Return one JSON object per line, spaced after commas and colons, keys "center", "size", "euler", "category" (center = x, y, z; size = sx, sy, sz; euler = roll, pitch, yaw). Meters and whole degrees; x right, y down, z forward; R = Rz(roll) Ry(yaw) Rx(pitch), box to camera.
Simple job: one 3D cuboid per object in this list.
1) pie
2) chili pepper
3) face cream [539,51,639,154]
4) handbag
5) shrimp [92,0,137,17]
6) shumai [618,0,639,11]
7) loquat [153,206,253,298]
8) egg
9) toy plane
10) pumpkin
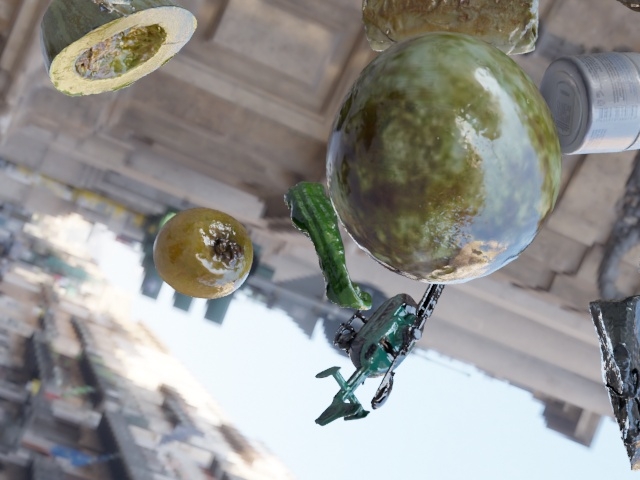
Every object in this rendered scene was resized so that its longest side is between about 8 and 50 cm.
{"center": [0.205, -0.346, 1.816], "size": [0.068, 0.283, 0.128], "euler": [-26, 117, -70], "category": "pie"}
{"center": [0.006, 0.000, 1.741], "size": [0.074, 0.100, 0.257], "euler": [-23, -124, 7], "category": "chili pepper"}
{"center": [0.490, -0.242, 2.091], "size": [0.177, 0.153, 0.177], "euler": [174, -90, -72], "category": "face cream"}
{"center": [0.458, 0.203, 1.767], "size": [0.175, 0.089, 0.270], "euler": [-76, 153, -49], "category": "handbag"}
{"center": [-0.177, -0.230, 0.992], "size": [0.180, 0.099, 0.041], "euler": [65, 16, -80], "category": "shrimp"}
{"center": [0.457, -0.447, 1.702], "size": [0.185, 0.184, 0.218], "euler": [-5, 115, -58], "category": "shumai"}
{"center": [-0.178, 0.020, 1.805], "size": [0.137, 0.163, 0.163], "euler": [-61, -172, -35], "category": "loquat"}
{"center": [0.123, -0.084, 1.187], "size": [0.289, 0.238, 0.238], "euler": [79, 25, -64], "category": "egg"}
{"center": [0.093, 0.185, 1.951], "size": [0.155, 0.106, 0.382], "euler": [-22, -164, 45], "category": "toy plane"}
{"center": [-0.292, -0.292, 1.618], "size": [0.217, 0.110, 0.217], "euler": [-32, 172, -5], "category": "pumpkin"}
